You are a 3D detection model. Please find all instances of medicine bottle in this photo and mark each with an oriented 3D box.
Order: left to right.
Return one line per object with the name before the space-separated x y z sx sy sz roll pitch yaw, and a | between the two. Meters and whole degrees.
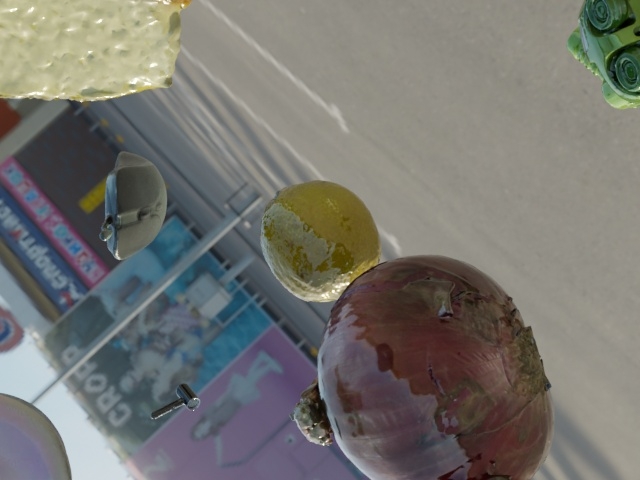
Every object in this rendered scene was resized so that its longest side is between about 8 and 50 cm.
medicine bottle | -0.402 0.282 1.137 0.212 0.212 0.325 48 163 -5

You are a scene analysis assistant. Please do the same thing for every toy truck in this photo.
toy truck | 0.437 -0.267 1.357 0.187 0.148 0.210 62 162 19

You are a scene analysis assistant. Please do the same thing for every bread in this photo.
bread | -0.292 -0.257 0.728 0.323 0.143 0.333 -3 -133 -35

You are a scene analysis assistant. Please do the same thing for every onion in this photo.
onion | 0.153 0.188 1.256 0.354 0.353 0.353 47 174 6

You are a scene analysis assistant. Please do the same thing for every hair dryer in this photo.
hair dryer | -0.245 0.273 1.602 0.047 0.083 0.026 38 148 46

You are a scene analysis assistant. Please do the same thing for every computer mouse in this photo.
computer mouse | -0.315 -0.052 1.642 0.379 0.090 0.167 -97 7 -74

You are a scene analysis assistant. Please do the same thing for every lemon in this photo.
lemon | 0.000 0.000 1.600 0.231 0.192 0.192 53 176 17
